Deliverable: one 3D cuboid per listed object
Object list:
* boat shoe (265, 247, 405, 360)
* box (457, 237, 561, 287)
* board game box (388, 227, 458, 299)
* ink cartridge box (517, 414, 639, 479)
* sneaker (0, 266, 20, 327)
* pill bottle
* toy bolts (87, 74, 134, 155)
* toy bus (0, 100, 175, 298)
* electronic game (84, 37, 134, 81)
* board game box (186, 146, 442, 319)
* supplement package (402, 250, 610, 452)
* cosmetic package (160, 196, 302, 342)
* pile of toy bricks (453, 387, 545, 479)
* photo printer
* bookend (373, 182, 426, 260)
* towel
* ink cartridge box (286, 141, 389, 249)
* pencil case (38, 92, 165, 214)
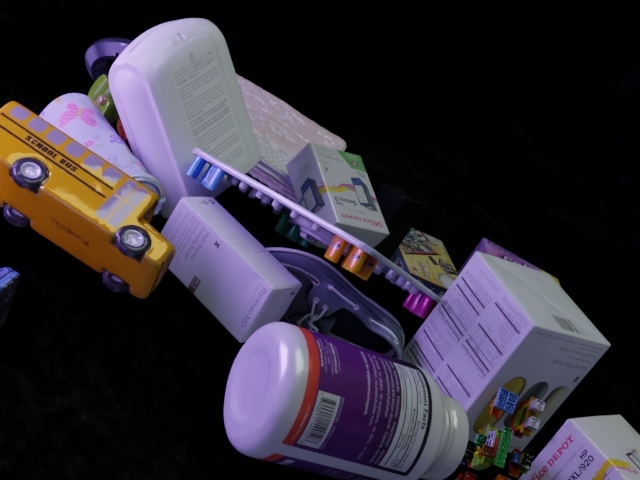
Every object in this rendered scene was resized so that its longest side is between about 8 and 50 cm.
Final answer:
[{"bbox_3d":[0.010,0.118,1.616,0.319,0.116,0.099,32,18,-17],"label":"boat shoe"},{"bbox_3d":[0.431,0.136,2.132,0.213,0.117,0.243,28,22,-11],"label":"box"},{"bbox_3d":[0.224,0.049,2.130,0.165,0.042,0.243,24,24,-22],"label":"board game box"},{"bbox_3d":[0.462,0.419,1.530,0.168,0.171,0.233,8,32,-45],"label":"ink cartridge box"},{"bbox_3d":[-0.437,0.075,1.155,0.087,0.083,0.221,30,20,5],"label":"sneaker"},{"bbox_3d":[0.041,0.237,1.327,0.323,0.181,0.181,21,25,-28],"label":"pill bottle"},{"bbox_3d":[-0.313,-0.227,1.800,0.158,0.218,0.229,20,43,-39],"label":"toy bolts"},{"bbox_3d":[-0.361,-0.058,1.432,0.332,0.108,0.130,33,47,1],"label":"toy bus"},{"bbox_3d":[-0.360,-0.320,1.918,0.229,0.229,0.048,27,63,-14],"label":"electronic game"},{"bbox_3d":[0.000,0.000,1.665,0.390,0.050,0.390,30,-2,31],"label":"board game box"},{"bbox_3d":[0.305,0.196,1.651,0.199,0.263,0.198,16,28,-35],"label":"supplement package"},{"bbox_3d":[-0.153,0.043,1.548,0.231,0.117,0.085,42,25,24],"label":"cosmetic package"},{"bbox_3d":[0.266,0.336,1.525,0.118,0.105,0.212,27,64,-6],"label":"pile of toy bricks"},{"bbox_3d":[-0.239,-0.228,1.704,0.107,0.308,0.256,0,29,33],"label":"photo printer"},{"bbox_3d":[0.127,-0.067,2.089,0.072,0.156,0.157,14,29,-39],"label":"bookend"},{"bbox_3d":[-0.116,-0.238,2.184,0.331,0.053,0.317,33,32,-3],"label":"towel"},{"bbox_3d":[0.035,-0.085,2.016,0.154,0.093,0.212,12,50,-40],"label":"ink cartridge box"},{"bbox_3d":[-0.369,-0.135,1.617,0.124,0.113,0.273,-16,49,-36],"label":"pencil case"}]
